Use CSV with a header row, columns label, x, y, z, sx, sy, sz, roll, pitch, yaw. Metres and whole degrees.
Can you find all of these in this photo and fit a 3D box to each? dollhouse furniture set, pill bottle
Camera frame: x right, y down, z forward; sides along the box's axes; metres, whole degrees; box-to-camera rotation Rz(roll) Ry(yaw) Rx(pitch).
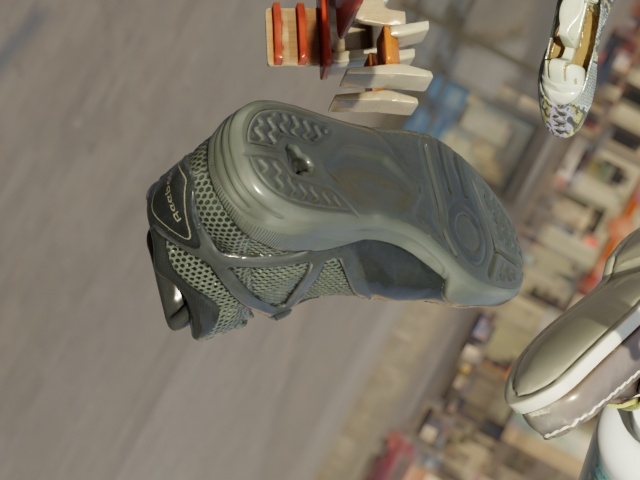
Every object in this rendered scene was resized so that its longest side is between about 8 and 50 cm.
label,x,y,z,sx,sy,sz,roll,pitch,yaw
dollhouse furniture set,0.025,-0.259,2.098,0.259,0.135,0.262,120,-32,-72
pill bottle,0.354,0.232,2.060,0.146,0.146,0.264,-59,165,-27

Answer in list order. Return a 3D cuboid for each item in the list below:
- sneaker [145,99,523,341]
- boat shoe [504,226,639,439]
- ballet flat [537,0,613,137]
label,x,y,z,sx,sy,sz,roll,pitch,yaw
sneaker,0.000,0.000,0.999,0.130,0.087,0.227,-28,153,38
boat shoe,0.257,0.078,1.592,0.117,0.096,0.324,-20,-167,38
ballet flat,0.159,-0.123,1.253,0.041,0.041,0.114,-33,136,-78
